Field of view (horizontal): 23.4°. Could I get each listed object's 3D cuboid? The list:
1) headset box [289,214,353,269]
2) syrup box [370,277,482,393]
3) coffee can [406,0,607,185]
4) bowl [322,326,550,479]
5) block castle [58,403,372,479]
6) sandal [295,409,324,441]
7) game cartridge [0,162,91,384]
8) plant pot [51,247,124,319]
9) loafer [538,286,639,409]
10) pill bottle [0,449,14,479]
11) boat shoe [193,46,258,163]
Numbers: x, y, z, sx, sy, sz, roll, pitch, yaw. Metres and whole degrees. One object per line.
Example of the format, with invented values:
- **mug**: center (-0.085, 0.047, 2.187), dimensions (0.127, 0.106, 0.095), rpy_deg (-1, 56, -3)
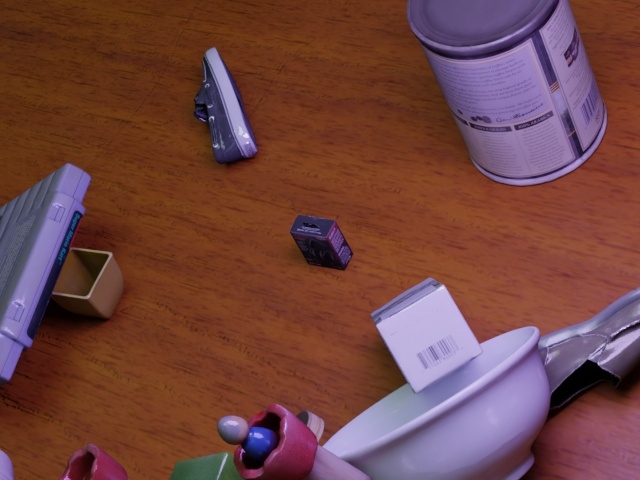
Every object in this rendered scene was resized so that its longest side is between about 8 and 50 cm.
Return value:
- **headset box**: center (0.000, 0.000, 2.114), dimensions (0.062, 0.083, 0.032), rpy_deg (9, 58, 31)
- **syrup box**: center (0.124, 0.111, 1.865), dimensions (0.093, 0.237, 0.096), rpy_deg (-31, 89, 0)
- **coffee can**: center (0.251, -0.234, 2.049), dimensions (0.201, 0.275, 0.202), rpy_deg (-13, 49, 16)
- **bowl**: center (0.153, 0.229, 1.776), dimensions (0.298, 0.298, 0.134), rpy_deg (-31, 90, 0)
- **block castle**: center (-0.176, 0.360, 1.705), dimensions (0.453, 0.213, 0.303), rpy_deg (-18, 45, 48)
- **sandal**: center (-0.053, 0.311, 1.888), dimensions (0.240, 0.079, 0.088), rpy_deg (-49, 19, 25)
- **game cartridge**: center (-0.452, 0.071, 2.232), dimensions (0.230, 0.068, 0.355), rpy_deg (-21, 42, 44)
- **plant pot**: center (-0.329, 0.070, 2.219), dimensions (0.081, 0.083, 0.081), rpy_deg (7, 56, 30)
- **loafer**: center (0.355, 0.132, 1.837), dimensions (0.251, 0.094, 0.087), rpy_deg (-28, 51, 16)
- **pill bottle**: center (-0.451, 0.405, 1.952), dimensions (0.161, 0.161, 0.283), rpy_deg (-22, 47, 9)
- **boat shoe**: center (-0.158, -0.203, 2.369), dimensions (0.076, 0.080, 0.228), rpy_deg (-24, 54, 5)
